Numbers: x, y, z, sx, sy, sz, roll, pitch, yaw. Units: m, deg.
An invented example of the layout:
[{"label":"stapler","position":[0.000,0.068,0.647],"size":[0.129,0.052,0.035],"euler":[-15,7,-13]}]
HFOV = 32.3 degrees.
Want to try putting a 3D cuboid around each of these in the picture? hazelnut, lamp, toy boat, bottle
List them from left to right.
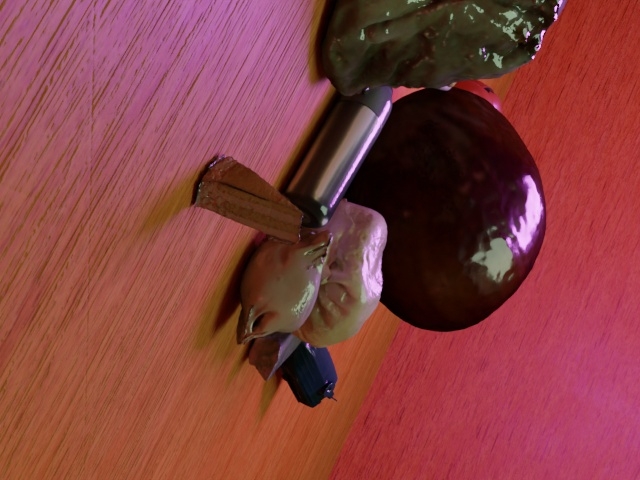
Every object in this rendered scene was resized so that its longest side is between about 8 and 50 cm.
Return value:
[{"label":"toy boat","position":[-0.033,0.221,2.038],"size":[0.093,0.103,0.246],"euler":[-48,150,-18]},{"label":"bottle","position":[0.027,-0.137,1.586],"size":[0.254,0.079,0.096],"euler":[-60,161,-26]},{"label":"hazelnut","position":[0.207,-0.063,1.917],"size":[0.421,0.352,0.421],"euler":[-36,134,-49]},{"label":"lamp","position":[0.297,-0.264,2.394],"size":[0.187,0.164,0.188],"euler":[-32,139,-32]}]

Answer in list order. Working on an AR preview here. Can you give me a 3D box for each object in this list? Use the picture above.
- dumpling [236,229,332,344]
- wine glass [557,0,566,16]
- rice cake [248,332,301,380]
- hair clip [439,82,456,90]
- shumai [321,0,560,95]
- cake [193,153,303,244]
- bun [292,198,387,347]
[{"label":"dumpling","position":[-0.056,0.061,1.534],"size":[0.199,0.118,0.136],"euler":[-47,-174,-3]},{"label":"wine glass","position":[0.330,-0.479,1.948],"size":[0.323,0.238,0.238],"euler":[72,42,-77]},{"label":"rice cake","position":[-0.031,0.120,1.870],"size":[0.365,0.056,0.073],"euler":[-48,158,-56]},{"label":"hair clip","position":[0.168,-0.292,1.777],"size":[0.071,0.159,0.218],"euler":[-56,150,3]},{"label":"shumai","position":[0.175,-0.306,1.463],"size":[0.309,0.263,0.304],"euler":[101,15,-48]},{"label":"cake","position":[-0.070,-0.043,1.208],"size":[0.065,0.121,0.052],"euler":[-63,176,-57]},{"label":"bun","position":[0.006,0.042,1.670],"size":[0.229,0.145,0.229],"euler":[-31,-133,40]}]
